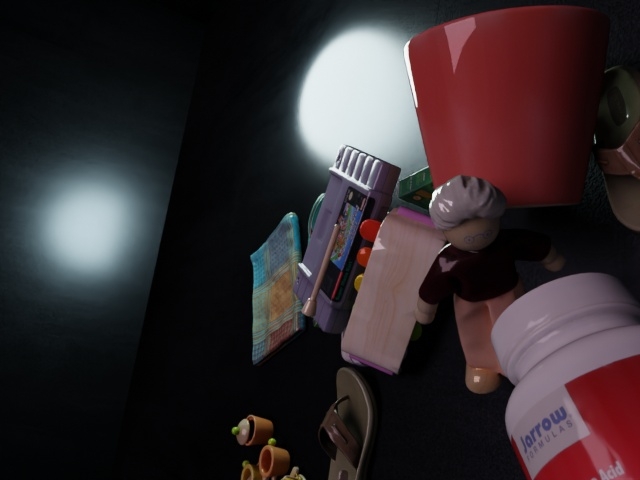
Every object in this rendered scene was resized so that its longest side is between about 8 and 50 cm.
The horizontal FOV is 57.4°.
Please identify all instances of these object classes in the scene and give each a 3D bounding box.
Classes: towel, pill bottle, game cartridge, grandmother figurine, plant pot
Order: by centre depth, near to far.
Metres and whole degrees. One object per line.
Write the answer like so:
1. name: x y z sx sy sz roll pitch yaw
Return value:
1. pill bottle: 0.328 0.236 0.577 0.229 0.229 0.407 -54 34 33
2. grandmother figurine: 0.222 0.056 0.768 0.208 0.342 0.104 -29 36 -3
3. plant pot: 0.261 -0.167 0.831 0.275 0.275 0.243 4 99 61
4. game cartridge: 0.042 -0.011 1.214 0.230 0.068 0.354 -132 59 -67
5. towel: -0.128 0.135 1.652 0.271 0.040 0.370 -44 40 44

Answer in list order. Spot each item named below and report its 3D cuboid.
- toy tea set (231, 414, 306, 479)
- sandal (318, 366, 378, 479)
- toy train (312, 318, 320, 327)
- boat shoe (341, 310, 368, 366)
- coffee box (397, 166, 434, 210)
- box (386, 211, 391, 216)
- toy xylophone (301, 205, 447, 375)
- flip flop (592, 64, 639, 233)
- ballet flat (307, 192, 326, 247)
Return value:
1. toy tea set: -0.157 0.562 1.386 0.336 0.124 0.199 41 112 59
2. sandal: 0.043 0.401 1.153 0.120 0.086 0.302 -20 59 56
3. toy train: -0.014 0.180 1.438 0.017 0.024 0.083 -56 33 29
4. boat shoe: 0.083 0.129 1.217 0.084 0.095 0.258 -7 69 55
5. coffee box: 0.238 -0.102 1.043 0.184 0.113 0.040 -26 51 56
6. box: 0.111 -0.031 1.261 0.232 0.087 0.058 13 88 61
7. toy xylophone: 0.109 0.087 1.073 0.322 0.236 0.081 -65 -14 17
8. flip flop: 0.409 -0.129 0.780 0.112 0.080 0.276 -37 45 48
9. ballet flat: 0.000 0.000 1.455 0.087 0.083 0.247 134 146 -64
